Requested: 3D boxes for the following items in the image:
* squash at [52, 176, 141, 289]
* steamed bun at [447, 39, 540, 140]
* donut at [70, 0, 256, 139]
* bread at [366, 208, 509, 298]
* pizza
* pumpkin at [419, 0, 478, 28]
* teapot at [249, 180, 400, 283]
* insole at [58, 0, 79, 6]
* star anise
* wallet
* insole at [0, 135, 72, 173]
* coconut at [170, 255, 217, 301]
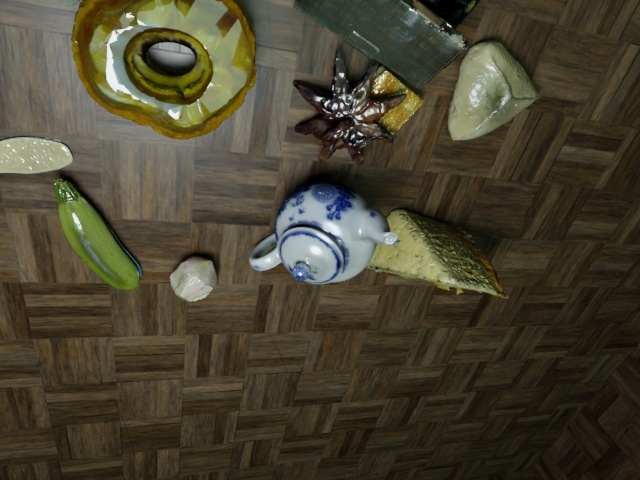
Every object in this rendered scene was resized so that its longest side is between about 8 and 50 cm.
[{"bbox_3d":[-0.532,-0.001,1.003,0.094,0.095,0.341,-19,130,-2],"label":"squash"},{"bbox_3d":[0.402,-0.351,1.012,0.231,0.110,0.212,-34,126,6],"label":"steamed bun"},{"bbox_3d":[-0.276,-0.334,0.794,0.329,0.160,0.330,-7,134,-8],"label":"donut"},{"bbox_3d":[0.289,0.093,1.182,0.248,0.315,0.279,19,127,-25],"label":"bread"},{"bbox_3d":[0.168,-0.316,1.005,0.134,0.046,0.175,-3,126,-11],"label":"pizza"},{"bbox_3d":[0.240,-0.487,0.828,0.149,0.194,0.194,24,119,3],"label":"pumpkin"},{"bbox_3d":[0.000,0.000,1.021,0.423,0.280,0.252,-11,120,32],"label":"teapot"},{"bbox_3d":[-0.401,-0.463,0.707,0.063,0.010,0.192,19,144,-41],"label":"insole"},{"bbox_3d":[0.056,-0.273,0.946,0.271,0.103,0.272,2,126,3],"label":"star anise"},{"bbox_3d":[0.111,-0.420,0.817,0.316,0.169,0.044,28,72,-15],"label":"wallet"},{"bbox_3d":[-0.652,-0.171,0.892,0.247,0.011,0.081,-9,127,-9],"label":"insole"},{"bbox_3d":[-0.322,0.095,1.116,0.110,0.110,0.124,33,114,-32],"label":"coconut"}]
